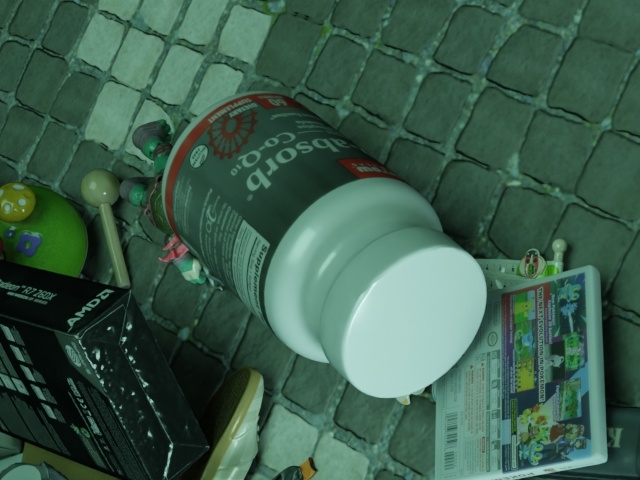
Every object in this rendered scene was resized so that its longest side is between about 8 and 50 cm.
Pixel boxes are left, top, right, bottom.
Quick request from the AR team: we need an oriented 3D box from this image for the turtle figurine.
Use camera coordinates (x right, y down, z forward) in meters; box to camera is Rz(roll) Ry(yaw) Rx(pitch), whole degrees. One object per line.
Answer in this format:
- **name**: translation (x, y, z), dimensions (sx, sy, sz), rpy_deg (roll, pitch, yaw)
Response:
- **turtle figurine**: translation (-0.160, -0.050, 1.784), dimensions (0.234, 0.118, 0.175), rpy_deg (39, 101, 44)

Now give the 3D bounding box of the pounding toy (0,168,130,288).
- **pounding toy**: translation (-0.373, -0.012, 1.876), dimensions (0.237, 0.110, 0.182), rpy_deg (-11, 64, 3)

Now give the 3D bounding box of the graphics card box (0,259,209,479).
- **graphics card box**: translation (-0.313, 0.145, 1.717), dimensions (0.371, 0.232, 0.094), rpy_deg (10, 41, 47)

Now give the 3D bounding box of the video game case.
- **video game case**: translation (0.195, 0.137, 1.454), dimensions (0.183, 0.023, 0.201), rpy_deg (-17, 55, 34)

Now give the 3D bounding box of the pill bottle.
- **pill bottle**: translation (0.000, 0.000, 1.549), dimensions (0.363, 0.210, 0.210), rpy_deg (40, 102, 46)

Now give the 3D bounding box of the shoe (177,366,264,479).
- **shoe**: translation (-0.114, 0.249, 1.695), dimensions (0.076, 0.058, 0.219), rpy_deg (24, 87, 60)

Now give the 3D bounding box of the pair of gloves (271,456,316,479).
- **pair of gloves**: translation (-0.026, 0.290, 1.636), dimensions (0.074, 0.010, 0.083), rpy_deg (-40, 55, 22)

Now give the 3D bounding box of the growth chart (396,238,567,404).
- **growth chart**: translation (0.152, 0.090, 1.554), dimensions (0.237, 0.021, 0.171), rpy_deg (-5, 74, 38)

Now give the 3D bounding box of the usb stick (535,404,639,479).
- **usb stick**: translation (0.264, 0.195, 1.417), dimensions (0.278, 0.045, 0.077), rpy_deg (-2, 74, 38)

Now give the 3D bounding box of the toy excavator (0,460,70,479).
- **toy excavator**: translation (-0.455, 0.476, 1.685), dimensions (0.433, 0.222, 0.445), rpy_deg (1, 55, 40)

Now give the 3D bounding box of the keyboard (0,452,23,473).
- **keyboard**: translation (-0.391, 0.312, 1.914), dimensions (0.256, 0.014, 0.072), rpy_deg (-21, 59, 31)

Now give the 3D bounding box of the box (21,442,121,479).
- **box**: translation (-0.295, 0.249, 1.837), dimensions (0.201, 0.021, 0.164), rpy_deg (-12, 60, 37)

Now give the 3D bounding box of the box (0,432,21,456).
- **box**: translation (-0.528, 0.256, 1.983), dimensions (0.275, 0.094, 0.113), rpy_deg (-21, 63, 32)
